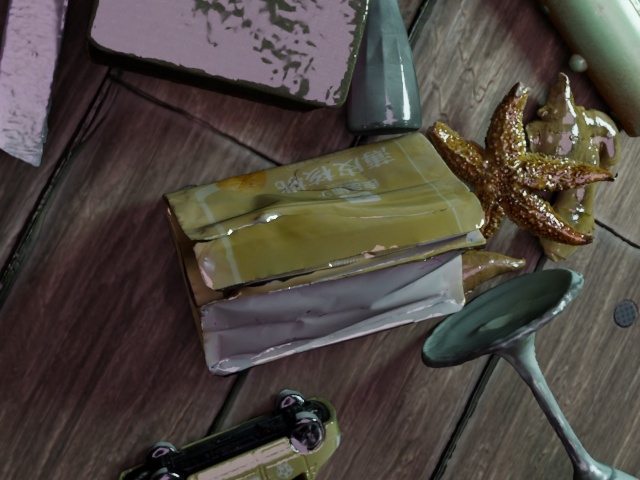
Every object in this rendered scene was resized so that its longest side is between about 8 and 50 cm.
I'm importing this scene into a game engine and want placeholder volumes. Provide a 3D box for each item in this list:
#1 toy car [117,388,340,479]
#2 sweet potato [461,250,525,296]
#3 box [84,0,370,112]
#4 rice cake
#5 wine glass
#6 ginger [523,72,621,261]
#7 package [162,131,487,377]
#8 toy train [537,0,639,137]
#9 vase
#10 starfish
[{"bbox_3d":[-0.093,0.269,0.999,0.256,0.101,0.124,-20,104,-11],"label":"toy car"},{"bbox_3d":[0.145,0.050,1.062,0.206,0.060,0.068,-18,131,1],"label":"sweet potato"},{"bbox_3d":[-0.098,-0.252,0.933,0.273,0.143,0.184,12,92,-16],"label":"box"},{"bbox_3d":[-0.292,-0.261,0.924,0.072,0.056,0.365,7,93,-21],"label":"rice cake"},{"bbox_3d":[0.299,0.252,1.029,0.267,0.267,0.406,-34,96,-10],"label":"wine glass"},{"bbox_3d":[0.297,-0.084,1.093,0.133,0.059,0.214,19,91,-23],"label":"ginger"},{"bbox_3d":[0.006,-0.006,0.944,0.311,0.165,0.221,-13,75,-13],"label":"package"},{"bbox_3d":[0.375,-0.264,1.078,0.177,0.116,0.285,-37,104,3],"label":"toy train"},{"bbox_3d":[0.068,-0.230,1.011,0.086,0.086,0.214,-3,91,-14],"label":"vase"},{"bbox_3d":[0.226,-0.064,1.059,0.227,0.043,0.240,20,108,12],"label":"starfish"}]
